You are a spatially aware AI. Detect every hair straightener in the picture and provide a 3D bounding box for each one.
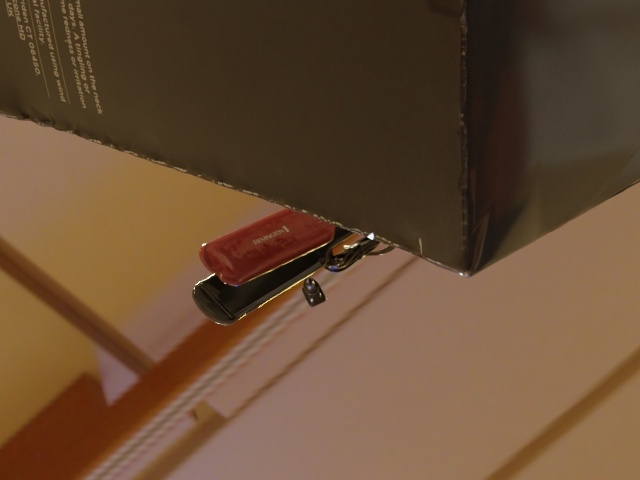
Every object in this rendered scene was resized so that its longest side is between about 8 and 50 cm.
[{"bbox_3d":[0.000,0.000,0.986,0.230,0.047,0.089,-33,-28,-39],"label":"hair straightener"}]

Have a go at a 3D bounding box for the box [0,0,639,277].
[{"bbox_3d":[0.056,-0.159,0.676,0.343,0.312,0.179,-26,-56,-40],"label":"box"}]
